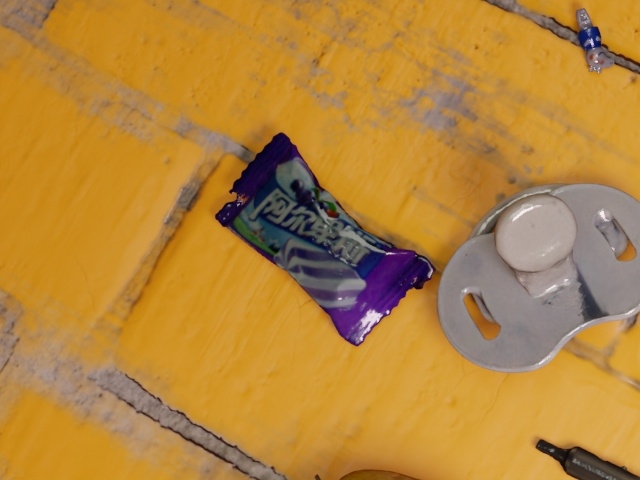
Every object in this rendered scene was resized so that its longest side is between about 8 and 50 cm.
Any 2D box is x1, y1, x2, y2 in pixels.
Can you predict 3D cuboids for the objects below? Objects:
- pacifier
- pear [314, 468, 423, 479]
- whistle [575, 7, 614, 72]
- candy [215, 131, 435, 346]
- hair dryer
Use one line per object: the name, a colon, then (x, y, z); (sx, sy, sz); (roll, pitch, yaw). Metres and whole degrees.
pacifier: (0.247, 0.013, 1.634); (0.279, 0.207, 0.227); (-31, 58, 5)
pear: (0.082, 0.395, 1.567); (0.336, 0.285, 0.285); (27, 87, 17)
whistle: (0.335, -0.247, 1.747); (0.033, 0.029, 0.083); (-19, 87, 0)
candy: (0.000, 0.000, 1.760); (0.275, 0.070, 0.145); (42, 99, 13)
hair dryer: (0.372, 0.265, 1.635); (0.248, 0.078, 0.196); (24, 84, 21)
